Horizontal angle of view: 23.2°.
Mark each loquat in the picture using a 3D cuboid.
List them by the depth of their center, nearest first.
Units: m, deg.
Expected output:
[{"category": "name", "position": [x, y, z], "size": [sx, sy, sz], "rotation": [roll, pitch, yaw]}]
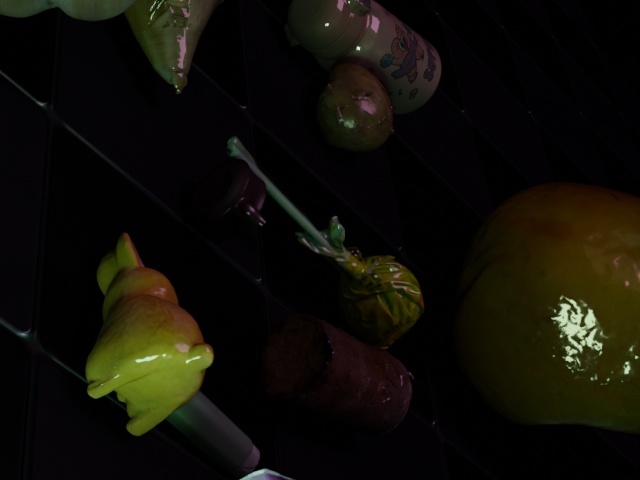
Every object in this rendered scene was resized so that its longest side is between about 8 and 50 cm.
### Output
[{"category": "loquat", "position": [0.278, 0.069, 1.579], "size": [0.276, 0.283, 0.276], "rotation": [6, 90, -66]}]

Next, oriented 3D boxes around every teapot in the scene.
[{"category": "teapot", "position": [-0.075, -0.030, 1.278], "size": [0.045, 0.068, 0.100], "rotation": [46, -11, -32]}]

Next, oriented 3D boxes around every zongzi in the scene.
[{"category": "zongzi", "position": [-0.121, -0.218, 1.415], "size": [0.194, 0.099, 0.197], "rotation": [-1, 70, -65]}]

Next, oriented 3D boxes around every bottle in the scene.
[{"category": "bottle", "position": [-0.077, 0.131, 1.083], "size": [0.083, 0.030, 0.030], "rotation": [46, 23, -25]}, {"category": "bottle", "position": [0.051, -0.226, 1.761], "size": [0.209, 0.110, 0.097], "rotation": [28, 34, -51]}]

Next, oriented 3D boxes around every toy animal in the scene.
[{"category": "toy animal", "position": [-0.118, 0.050, 1.057], "size": [0.070, 0.083, 0.159], "rotation": [50, 12, -34]}]

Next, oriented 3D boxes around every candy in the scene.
[{"category": "candy", "position": [0.002, -0.002, 1.361], "size": [0.262, 0.077, 0.073], "rotation": [47, 23, -32]}]

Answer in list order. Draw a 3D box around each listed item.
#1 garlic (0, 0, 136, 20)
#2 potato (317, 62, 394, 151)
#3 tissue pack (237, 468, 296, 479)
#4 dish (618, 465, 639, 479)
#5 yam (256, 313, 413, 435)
[{"category": "garlic", "position": [-0.225, -0.243, 1.144], "size": [0.191, 0.214, 0.160], "rotation": [113, -25, -64]}, {"category": "potato", "position": [0.039, -0.144, 1.672], "size": [0.091, 0.070, 0.138], "rotation": [50, 22, -17]}, {"category": "tissue pack", "position": [0.019, 0.326, 0.830], "size": [0.242, 0.160, 0.338], "rotation": [35, 29, -41]}, {"category": "dish", "position": [0.345, 0.300, 1.586], "size": [0.273, 0.133, 0.273], "rotation": [9, 90, -70]}, {"category": "yam", "position": [0.013, 0.109, 1.245], "size": [0.141, 0.079, 0.079], "rotation": [29, 34, -51]}]
